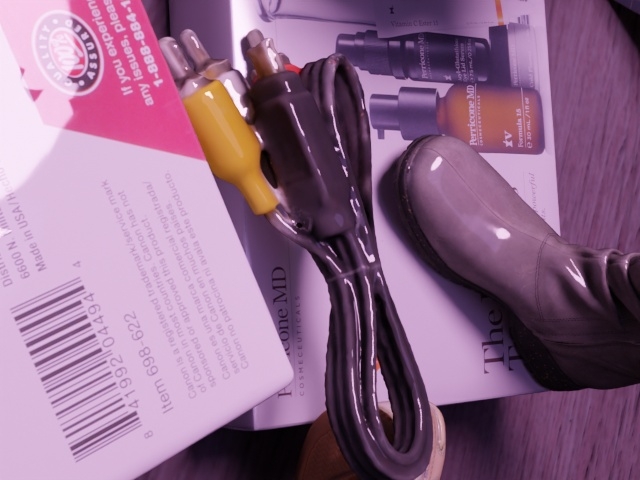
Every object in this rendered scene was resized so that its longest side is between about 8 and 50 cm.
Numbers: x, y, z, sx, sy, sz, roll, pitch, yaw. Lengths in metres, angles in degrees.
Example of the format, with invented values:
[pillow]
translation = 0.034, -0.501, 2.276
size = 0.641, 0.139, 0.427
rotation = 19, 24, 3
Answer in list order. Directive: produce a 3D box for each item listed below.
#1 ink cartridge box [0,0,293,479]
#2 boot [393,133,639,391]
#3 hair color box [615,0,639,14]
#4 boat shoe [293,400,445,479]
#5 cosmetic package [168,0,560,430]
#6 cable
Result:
[ink cartridge box]
translation = -0.245, 0.032, 0.558
size = 0.384, 0.160, 0.279
rotation = -26, 100, -35
[boot]
translation = 0.172, 0.014, 0.735
size = 0.246, 0.161, 0.083
rotation = 47, 61, -23
[hair color box]
translation = 0.458, -0.206, 0.951
size = 0.185, 0.374, 0.114
rotation = -41, 153, -23
[boat shoe]
translation = 0.019, 0.240, 0.727
size = 0.089, 0.104, 0.285
rotation = 1, 110, -51
[cosmetic package]
translation = 0.040, -0.068, 0.808
size = 0.284, 0.097, 0.378
rotation = -2, 87, -32
[cable]
translation = 0.000, 0.000, 0.668
size = 0.139, 0.072, 0.287
rotation = -24, 95, -55
